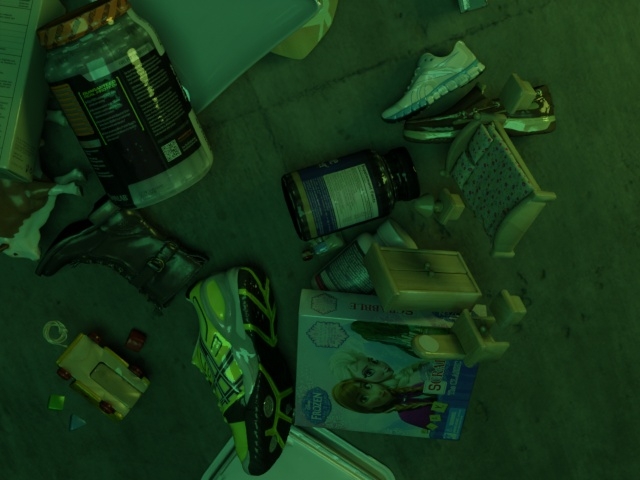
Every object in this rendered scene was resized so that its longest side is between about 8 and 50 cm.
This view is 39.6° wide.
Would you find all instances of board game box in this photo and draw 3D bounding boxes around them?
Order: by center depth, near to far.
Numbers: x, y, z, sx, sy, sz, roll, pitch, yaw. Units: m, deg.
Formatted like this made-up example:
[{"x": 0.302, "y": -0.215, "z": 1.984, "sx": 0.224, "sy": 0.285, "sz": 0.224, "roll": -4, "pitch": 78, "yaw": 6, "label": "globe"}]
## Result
[{"x": 0.115, "y": 0.230, "z": 1.593, "sx": 0.318, "sy": 0.065, "sz": 0.318, "roll": 5, "pitch": 133, "yaw": 2, "label": "board game box"}]

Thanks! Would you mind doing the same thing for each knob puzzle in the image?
[{"x": -0.059, "y": -0.399, "z": 1.489, "sx": 0.213, "sy": 0.030, "sz": 0.213, "roll": 1, "pitch": 107, "yaw": 3, "label": "knob puzzle"}]

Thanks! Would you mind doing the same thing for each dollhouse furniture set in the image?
[{"x": 0.226, "y": -0.032, "z": 1.361, "sx": 0.174, "sy": 0.303, "sz": 0.355, "roll": 3, "pitch": 134, "yaw": -26, "label": "dollhouse furniture set"}]

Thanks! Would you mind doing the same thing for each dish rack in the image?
[{"x": -0.049, "y": 0.500, "z": 1.752, "sx": 0.333, "sy": 0.072, "sz": 0.285, "roll": 34, "pitch": 107, "yaw": -6, "label": "dish rack"}]

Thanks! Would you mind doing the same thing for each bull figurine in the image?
[{"x": -0.515, "y": -0.121, "z": 1.548, "sx": 0.189, "sy": 0.101, "sz": 0.310, "roll": -17, "pitch": 94, "yaw": 2, "label": "bull figurine"}]

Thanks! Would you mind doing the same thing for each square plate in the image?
[{"x": -0.212, "y": -0.417, "z": 1.425, "sx": 0.347, "sy": 0.049, "sz": 0.344, "roll": -31, "pitch": 104, "yaw": 38, "label": "square plate"}]

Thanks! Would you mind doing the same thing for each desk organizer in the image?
[{"x": 0.234, "y": -0.440, "z": 1.448, "sx": 0.047, "sy": 0.050, "sz": 0.130, "roll": -14, "pitch": 106, "yaw": 8, "label": "desk organizer"}]

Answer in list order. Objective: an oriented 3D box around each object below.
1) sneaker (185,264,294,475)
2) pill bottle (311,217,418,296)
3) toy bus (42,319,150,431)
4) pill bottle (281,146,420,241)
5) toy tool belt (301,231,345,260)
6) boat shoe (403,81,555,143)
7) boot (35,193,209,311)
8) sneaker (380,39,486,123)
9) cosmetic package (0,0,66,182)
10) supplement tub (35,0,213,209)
[{"x": -0.149, "y": 0.240, "z": 1.640, "sx": 0.147, "sy": 0.145, "sz": 0.384, "roll": -7, "pitch": 91, "yaw": 24, "label": "sneaker"}, {"x": 0.081, "y": 0.049, "z": 1.581, "sx": 0.180, "sy": 0.108, "sz": 0.108, "roll": -42, "pitch": 101, "yaw": 15, "label": "pill bottle"}, {"x": -0.426, "y": 0.253, "z": 1.678, "sx": 0.191, "sy": 0.104, "sz": 0.202, "roll": -2, "pitch": 75, "yaw": -26, "label": "toy bus"}, {"x": 0.053, "y": -0.085, "z": 1.524, "sx": 0.219, "sy": 0.123, "sz": 0.122, "roll": -18, "pitch": 106, "yaw": -5, "label": "pill bottle"}, {"x": 0.000, "y": 0.000, "z": 1.607, "sx": 0.083, "sy": 0.052, "sz": 0.051, "roll": -21, "pitch": 74, "yaw": 6, "label": "toy tool belt"}, {"x": 0.264, "y": -0.219, "z": 1.501, "sx": 0.258, "sy": 0.095, "sz": 0.095, "roll": -6, "pitch": 100, "yaw": -5, "label": "boat shoe"}, {"x": -0.364, "y": 0.048, "z": 1.621, "sx": 0.263, "sy": 0.091, "sz": 0.229, "roll": -36, "pitch": 110, "yaw": 20, "label": "boot"}, {"x": 0.178, "y": -0.269, "z": 1.505, "sx": 0.191, "sy": 0.071, "sz": 0.083, "roll": -32, "pitch": 90, "yaw": 9, "label": "sneaker"}, {"x": -0.534, "y": -0.263, "z": 1.453, "sx": 0.160, "sy": 0.113, "sz": 0.309, "roll": 9, "pitch": 82, "yaw": 5, "label": "cosmetic package"}, {"x": -0.320, "y": -0.227, "z": 1.454, "sx": 0.194, "sy": 0.193, "sz": 0.316, "roll": -19, "pitch": 114, "yaw": 9, "label": "supplement tub"}]
